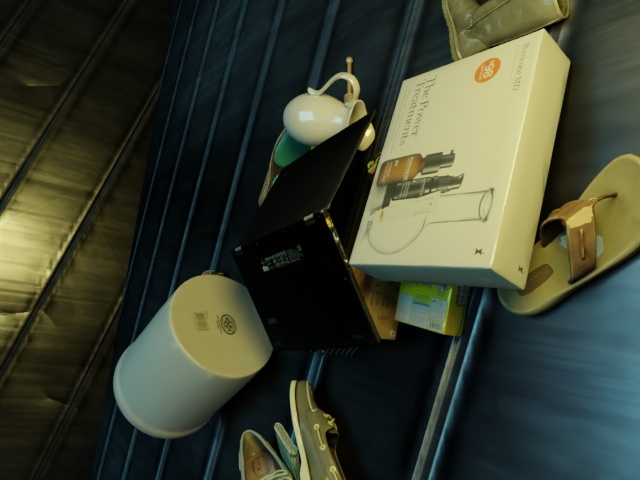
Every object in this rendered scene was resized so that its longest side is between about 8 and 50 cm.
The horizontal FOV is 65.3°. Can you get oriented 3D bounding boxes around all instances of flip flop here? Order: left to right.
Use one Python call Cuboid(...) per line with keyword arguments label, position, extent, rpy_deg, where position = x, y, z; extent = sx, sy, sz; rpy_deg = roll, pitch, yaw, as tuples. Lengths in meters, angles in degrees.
Cuboid(label="flip flop", position=(0.340, 0.002, 0.688), extent=(0.277, 0.080, 0.112), rpy_deg=(-52, 41, 33))

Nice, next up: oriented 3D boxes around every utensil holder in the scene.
Cuboid(label="utensil holder", position=(-0.351, 0.324, 1.401), extent=(0.385, 0.327, 0.328), rpy_deg=(-45, 45, 35))

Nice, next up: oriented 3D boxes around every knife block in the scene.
Cuboid(label="knife block", position=(0.061, 0.116, 1.057), extent=(0.242, 0.088, 0.276), rpy_deg=(8, 87, 56))

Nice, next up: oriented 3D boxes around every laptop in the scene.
Cuboid(label="laptop", position=(0.000, 0.000, 1.083), extent=(0.382, 0.236, 0.408), rpy_deg=(-20, 93, 54))

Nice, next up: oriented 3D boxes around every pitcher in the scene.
Cuboid(label="pitcher", position=(0.012, -0.303, 1.162), extent=(0.207, 0.125, 0.178), rpy_deg=(15, 129, 35))

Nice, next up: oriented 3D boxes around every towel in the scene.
Cuboid(label="towel", position=(-0.063, 0.496, 1.115), extent=(0.113, 0.023, 0.152), rpy_deg=(32, 136, 62))

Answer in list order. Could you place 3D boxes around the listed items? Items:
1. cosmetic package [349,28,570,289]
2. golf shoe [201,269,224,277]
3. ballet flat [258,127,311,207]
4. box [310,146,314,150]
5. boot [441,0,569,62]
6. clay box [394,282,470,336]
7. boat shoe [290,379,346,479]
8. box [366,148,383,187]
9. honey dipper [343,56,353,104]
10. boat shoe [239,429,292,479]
Cuboid(label="cosmetic package", position=(0.217, -0.117, 0.813), extent=(0.284, 0.097, 0.378), rpy_deg=(-1, 67, 51))
Cuboid(label="golf shoe", position=(-0.401, 0.232, 1.699), extent=(0.120, 0.105, 0.273), rpy_deg=(51, 122, 42))
Cuboid(label="ballet flat", position=(-0.107, -0.210, 1.412), extent=(0.316, 0.107, 0.106), rpy_deg=(-65, 26, 16))
Cuboid(label="box", position=(0.020, -0.254, 1.287), extent=(0.109, 0.042, 0.179), rpy_deg=(-13, 68, 53))
Cuboid(label="boot", position=(0.317, -0.422, 0.875), extent=(0.208, 0.076, 0.190), rpy_deg=(-23, 74, 59))
Cuboid(label="clay box", position=(0.209, 0.048, 0.893), extent=(0.127, 0.053, 0.222), rpy_deg=(7, 84, 57))
Cuboid(label="boat shoe", position=(-0.002, 0.423, 1.046), extent=(0.305, 0.091, 0.109), rpy_deg=(-107, -2, -47))
Cuboid(label="box", position=(0.141, -0.141, 1.059), extent=(0.062, 0.052, 0.083), rpy_deg=(-40, 49, 44))
Cuboid(label="honey dipper", position=(0.074, -0.402, 1.275), extent=(0.030, 0.030, 0.161), rpy_deg=(-29, 52, 48))
Cuboid(label="boat shoe", position=(-0.124, 0.530, 1.107), extent=(0.320, 0.118, 0.103), rpy_deg=(-163, 53, -74))
